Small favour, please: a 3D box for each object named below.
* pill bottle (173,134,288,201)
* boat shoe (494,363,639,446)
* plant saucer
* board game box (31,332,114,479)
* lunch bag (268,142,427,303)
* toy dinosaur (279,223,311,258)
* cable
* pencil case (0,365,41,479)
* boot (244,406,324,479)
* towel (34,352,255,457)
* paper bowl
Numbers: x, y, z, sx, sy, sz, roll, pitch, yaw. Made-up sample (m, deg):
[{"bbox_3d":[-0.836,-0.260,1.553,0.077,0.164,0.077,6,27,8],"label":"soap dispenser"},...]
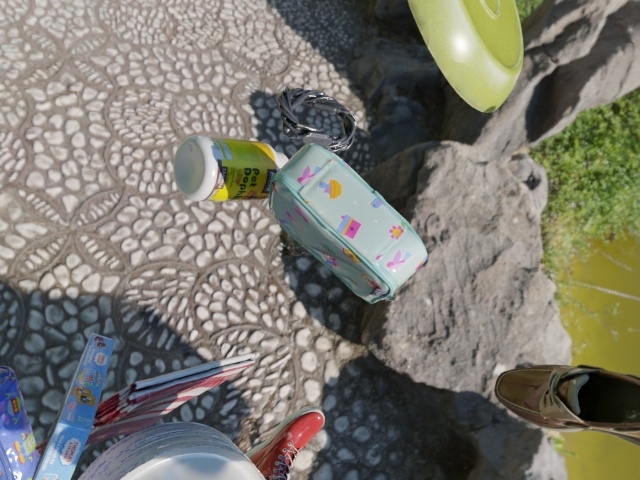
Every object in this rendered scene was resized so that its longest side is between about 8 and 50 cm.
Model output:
[{"bbox_3d":[-0.158,-0.132,0.996,0.215,0.117,0.117,-6,59,-49],"label":"pill bottle"},{"bbox_3d":[0.429,0.254,0.875,0.116,0.324,0.123,35,64,-32],"label":"boat shoe"},{"bbox_3d":[0.154,-0.253,0.542,0.241,0.037,0.241,19,63,-45],"label":"plant saucer"},{"bbox_3d":[-0.310,0.232,0.652,0.039,0.160,0.211,22,10,-20],"label":"board game box"},{"bbox_3d":[0.037,-0.013,0.888,0.279,0.224,0.108,44,73,4],"label":"lunch bag"},{"bbox_3d":[0.000,0.000,1.257,0.313,0.160,0.121,16,86,-32],"label":"toy dinosaur"},{"bbox_3d":[-0.006,-0.252,1.097,0.184,0.047,0.151,-2,59,-32],"label":"cable"},{"bbox_3d":[-0.729,0.443,1.210,0.119,0.306,0.133,-11,18,-11],"label":"pencil case"},{"bbox_3d":[-0.074,0.511,1.232,0.244,0.176,0.088,-40,110,-5],"label":"boot"},{"bbox_3d":[-0.287,0.277,0.875,0.237,0.329,0.037,-3,64,-52],"label":"towel"},{"bbox_3d":[-0.197,0.408,0.713,0.284,0.148,0.284,-5,99,-33],"label":"paper bowl"}]
